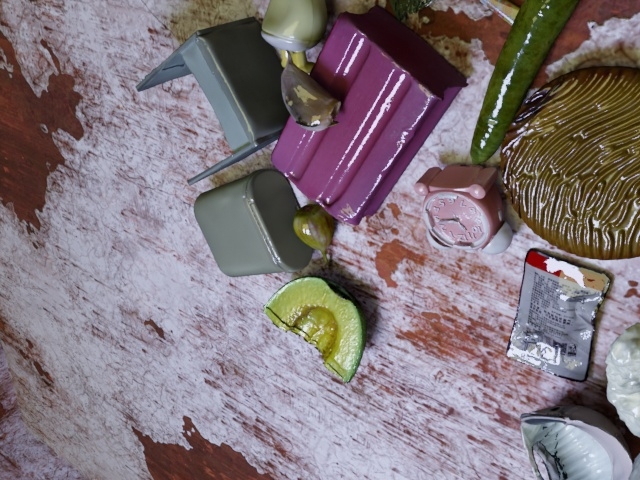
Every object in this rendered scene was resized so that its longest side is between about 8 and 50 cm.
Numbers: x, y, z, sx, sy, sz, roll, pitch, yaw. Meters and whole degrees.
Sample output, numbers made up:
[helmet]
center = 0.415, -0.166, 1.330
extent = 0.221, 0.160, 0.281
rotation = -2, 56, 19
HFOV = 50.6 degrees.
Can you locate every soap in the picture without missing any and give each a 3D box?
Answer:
[soap]
center = 0.073, -0.215, 1.253
extent = 0.233, 0.128, 0.359
rotation = 45, 135, 13

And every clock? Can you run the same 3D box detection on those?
[clock]
center = 0.262, -0.052, 1.222
extent = 0.166, 0.093, 0.162
rotation = 6, 127, 38

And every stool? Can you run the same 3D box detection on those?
[stool]
center = -0.208, -0.288, 1.422
extent = 0.269, 0.170, 0.243
rotation = -20, 99, 46

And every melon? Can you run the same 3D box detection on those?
[melon]
center = 0.025, 0.171, 1.535
extent = 0.265, 0.129, 0.169
rotation = 39, 111, 21

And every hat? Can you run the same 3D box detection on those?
[hat]
center = 0.470, 0.373, 1.195
extent = 0.232, 0.161, 0.275
rotation = 53, 169, 19

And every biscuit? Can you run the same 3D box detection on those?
[biscuit]
center = 0.435, -0.110, 1.045
extent = 0.318, 0.040, 0.318
rotation = 16, 124, 25

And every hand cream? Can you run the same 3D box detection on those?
[hand cream]
center = 0.289, -0.364, 1.060
extent = 0.102, 0.022, 0.035
rotation = 39, 127, 10

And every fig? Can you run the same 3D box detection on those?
[fig]
center = 0.009, -0.012, 1.481
extent = 0.093, 0.093, 0.166
rotation = -11, 134, 44

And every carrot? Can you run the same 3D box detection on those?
[carrot]
center = 0.309, -0.264, 1.069
extent = 0.074, 0.074, 0.358
rotation = 36, 136, 19

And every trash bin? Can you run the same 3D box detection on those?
[trash bin]
center = -0.163, -0.031, 1.572
extent = 0.247, 0.121, 0.243
rotation = -10, 108, 46

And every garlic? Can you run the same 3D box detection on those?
[garlic]
center = -0.025, -0.252, 1.197
extent = 0.152, 0.066, 0.084
rotation = 46, 108, 11

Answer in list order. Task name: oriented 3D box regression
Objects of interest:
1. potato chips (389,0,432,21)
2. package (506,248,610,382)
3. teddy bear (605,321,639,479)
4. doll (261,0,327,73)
[potato chips]
center = 0.160, -0.464, 1.110
extent = 0.142, 0.026, 0.209
rotation = 40, 134, 12
[package]
center = 0.426, 0.142, 1.227
extent = 0.154, 0.030, 0.239
rotation = 21, 126, 32
[teddy bear]
center = 0.602, 0.296, 0.976
extent = 0.362, 0.327, 0.375
rotation = 57, 175, 32
[doll]
center = -0.036, -0.456, 1.227
extent = 0.141, 0.117, 0.296
rotation = 49, 133, 52
